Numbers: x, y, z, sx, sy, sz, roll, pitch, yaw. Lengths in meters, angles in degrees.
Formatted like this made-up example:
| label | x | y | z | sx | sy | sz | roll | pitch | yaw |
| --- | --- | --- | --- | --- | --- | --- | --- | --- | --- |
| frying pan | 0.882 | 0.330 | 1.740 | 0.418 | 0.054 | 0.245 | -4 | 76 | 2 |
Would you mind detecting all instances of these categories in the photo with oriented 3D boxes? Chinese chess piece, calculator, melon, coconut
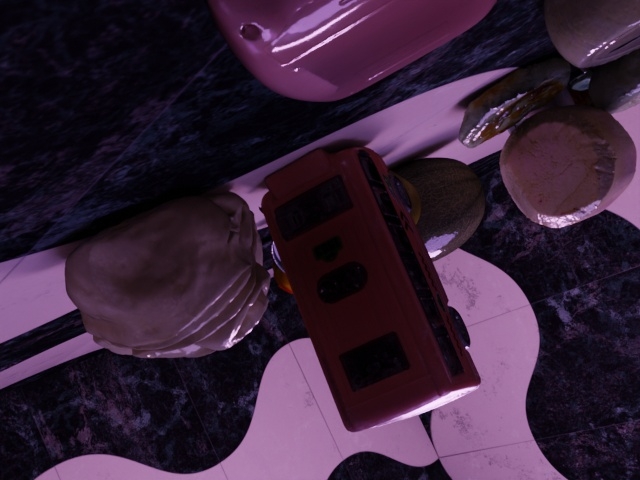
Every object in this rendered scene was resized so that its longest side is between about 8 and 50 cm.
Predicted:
| label | x | y | z | sx | sy | sz | roll | pitch | yaw |
| --- | --- | --- | --- | --- | --- | --- | --- | --- | --- |
| Chinese chess piece | 0.367 | -0.282 | 0.766 | 0.237 | 0.092 | 0.238 | -26 | 176 | -2 |
| calculator | 0.052 | -0.175 | 0.535 | 0.220 | 0.048 | 0.329 | -28 | 177 | 15 |
| melon | 0.232 | -0.069 | 1.576 | 0.301 | 0.238 | 0.237 | -26 | 176 | 3 |
| coconut | 0.486 | -0.149 | 1.342 | 0.239 | 0.239 | 0.244 | -29 | 173 | 34 |

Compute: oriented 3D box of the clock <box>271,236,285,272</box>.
| label | x | y | z | sx | sy | sz | roll | pitch | yaw |
| --- | --- | --- | --- | --- | --- | --- | --- | --- | --- |
| clock | 0.000 | 0.000 | 1.472 | 0.214 | 0.042 | 0.215 | -5 | 133 | -6 |

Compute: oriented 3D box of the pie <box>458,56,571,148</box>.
| label | x | y | z | sx | sy | sz | roll | pitch | yaw |
| --- | --- | --- | --- | --- | --- | --- | --- | --- | --- |
| pie | 0.336 | -0.242 | 1.214 | 0.240 | 0.054 | 0.240 | -30 | 170 | -6 |

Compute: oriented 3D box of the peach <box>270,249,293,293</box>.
| label | x | y | z | sx | sy | sz | roll | pitch | yaw |
| --- | --- | --- | --- | --- | --- | --- | --- | --- | --- |
| peach | -0.028 | 0.045 | 1.760 | 0.197 | 0.197 | 0.197 | -25 | 176 | -2 |

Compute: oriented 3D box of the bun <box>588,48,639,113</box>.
| label | x | y | z | sx | sy | sz | roll | pitch | yaw |
| --- | --- | --- | --- | --- | --- | --- | --- | --- | --- |
| bun | 0.615 | -0.335 | 1.330 | 0.195 | 0.118 | 0.195 | -21 | 172 | -3 |

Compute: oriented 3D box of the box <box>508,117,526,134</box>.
| label | x | y | z | sx | sy | sz | roll | pitch | yaw |
| --- | --- | --- | --- | --- | --- | --- | --- | --- | --- |
| box | 0.553 | -0.221 | 1.632 | 0.086 | 0.225 | 0.129 | -21 | 173 | -42 |

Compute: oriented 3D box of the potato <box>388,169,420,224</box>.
| label | x | y | z | sx | sy | sz | roll | pitch | yaw |
| --- | --- | --- | --- | --- | --- | --- | --- | --- | --- |
| potato | 0.085 | -0.057 | 1.311 | 0.248 | 0.169 | 0.143 | -12 | -161 | -32 |

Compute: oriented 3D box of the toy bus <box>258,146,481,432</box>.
| label | x | y | z | sx | sy | sz | roll | pitch | yaw |
| --- | --- | --- | --- | --- | --- | --- | --- | --- | --- |
| toy bus | 0.066 | 0.066 | 1.058 | 0.203 | 0.427 | 0.233 | -27 | 164 | 18 |

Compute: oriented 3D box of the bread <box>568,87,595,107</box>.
| label | x | y | z | sx | sy | sz | roll | pitch | yaw |
| --- | --- | --- | --- | --- | --- | --- | --- | --- | --- |
| bread | 0.645 | -0.318 | 1.615 | 0.054 | 0.136 | 0.154 | -6 | 166 | -18 |

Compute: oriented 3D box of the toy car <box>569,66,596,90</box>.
| label | x | y | z | sx | sy | sz | roll | pitch | yaw |
| --- | --- | --- | --- | --- | --- | --- | --- | --- | --- |
| toy car | 0.622 | -0.363 | 1.468 | 0.186 | 0.058 | 0.093 | -25 | 177 | -10 |

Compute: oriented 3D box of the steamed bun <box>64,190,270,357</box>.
| label | x | y | z | sx | sy | sz | roll | pitch | yaw |
| --- | --- | --- | --- | --- | --- | --- | --- | --- | --- |
| steamed bun | -0.193 | 0.067 | 0.954 | 0.275 | 0.203 | 0.289 | -25 | 176 | -17 |

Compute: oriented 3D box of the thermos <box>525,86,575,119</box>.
| label | x | y | z | sx | sy | sz | roll | pitch | yaw |
| --- | --- | --- | --- | --- | --- | --- | --- | --- | --- |
| thermos | 0.531 | -0.241 | 1.494 | 0.105 | 0.193 | 0.137 | -24 | 175 | -6 |
